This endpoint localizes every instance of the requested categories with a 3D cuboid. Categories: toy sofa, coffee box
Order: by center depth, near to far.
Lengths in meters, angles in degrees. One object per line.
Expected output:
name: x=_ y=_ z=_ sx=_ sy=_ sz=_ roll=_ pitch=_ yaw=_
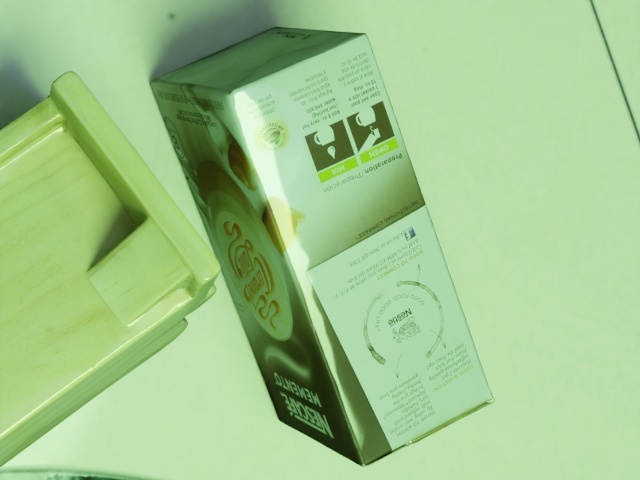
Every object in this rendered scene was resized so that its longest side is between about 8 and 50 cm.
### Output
toy sofa: x=-0.243 y=0.074 z=1.110 sx=0.362 sy=0.177 sz=0.150 roll=-37 pitch=85 yaw=-14
coffee box: x=0.000 y=0.000 z=1.190 sx=0.098 sy=0.141 sz=0.246 roll=-26 pitch=106 yaw=-18
